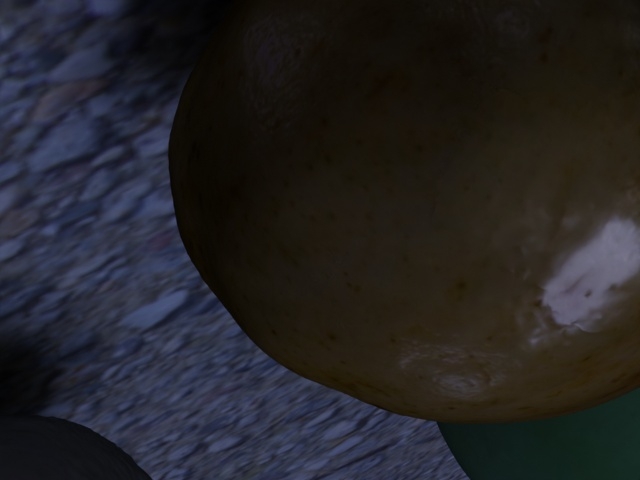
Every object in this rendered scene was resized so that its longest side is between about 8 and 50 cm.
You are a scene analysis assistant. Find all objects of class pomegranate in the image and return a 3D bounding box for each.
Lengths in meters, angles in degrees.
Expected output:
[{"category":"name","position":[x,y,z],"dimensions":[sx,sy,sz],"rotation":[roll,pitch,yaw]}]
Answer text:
[{"category":"pomegranate","position":[0.055,-0.034,0.536],"dimensions":[0.196,0.196,0.196],"rotation":[-25,159,-10]}]

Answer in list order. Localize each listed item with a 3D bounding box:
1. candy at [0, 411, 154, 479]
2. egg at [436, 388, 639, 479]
[{"category":"candy","position":[-0.172,0.189,0.688],"dimensions":[0.295,0.185,0.295],"rotation":[-43,174,-6]},{"category":"egg","position":[0.160,0.013,0.703],"dimensions":[0.269,0.220,0.220],"rotation":[-43,155,28]}]
